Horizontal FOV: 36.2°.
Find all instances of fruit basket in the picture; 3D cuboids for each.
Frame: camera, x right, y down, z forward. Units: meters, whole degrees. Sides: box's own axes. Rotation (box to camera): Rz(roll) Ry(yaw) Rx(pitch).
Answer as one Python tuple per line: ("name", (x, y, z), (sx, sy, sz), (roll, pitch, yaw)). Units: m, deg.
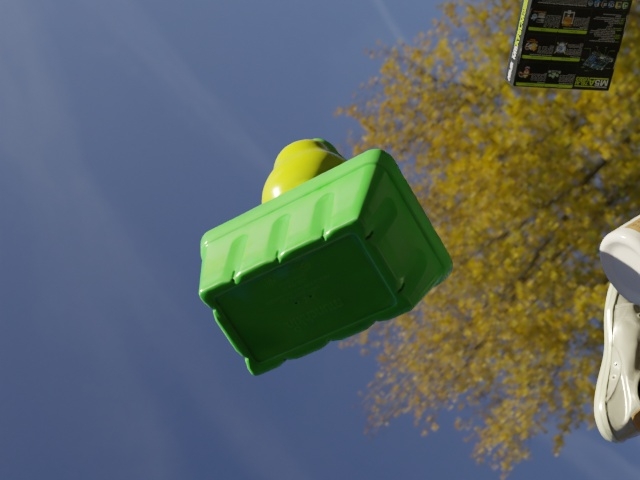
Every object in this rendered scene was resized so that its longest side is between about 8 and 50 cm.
("fruit basket", (0.000, 0.000, 1.587), (0.283, 0.392, 0.392), (58, -147, -16))

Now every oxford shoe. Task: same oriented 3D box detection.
("oxford shoe", (0.701, 0.236, 2.154), (0.169, 0.130, 0.449), (42, -131, -32))

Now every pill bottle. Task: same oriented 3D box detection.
("pill bottle", (0.569, -0.003, 1.550), (0.229, 0.131, 0.131), (-28, -112, -20))

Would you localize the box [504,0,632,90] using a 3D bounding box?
("box", (0.430, -0.354, 1.694), (0.191, 0.184, 0.045), (0, -149, -14))
